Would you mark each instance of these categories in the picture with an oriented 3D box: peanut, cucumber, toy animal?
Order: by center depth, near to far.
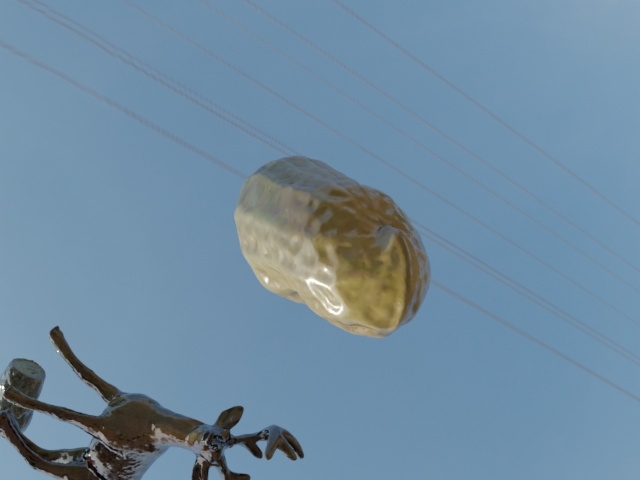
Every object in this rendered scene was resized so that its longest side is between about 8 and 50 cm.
[{"bbox_3d":[0.000,0.000,0.429,0.083,0.194,0.093,29,-83,-31],"label":"peanut"},{"bbox_3d":[-0.167,0.192,0.647,0.260,0.243,0.087,34,-139,-7],"label":"toy animal"},{"bbox_3d":[-0.424,0.216,0.953,0.064,0.064,0.112,15,-69,-27],"label":"cucumber"}]
